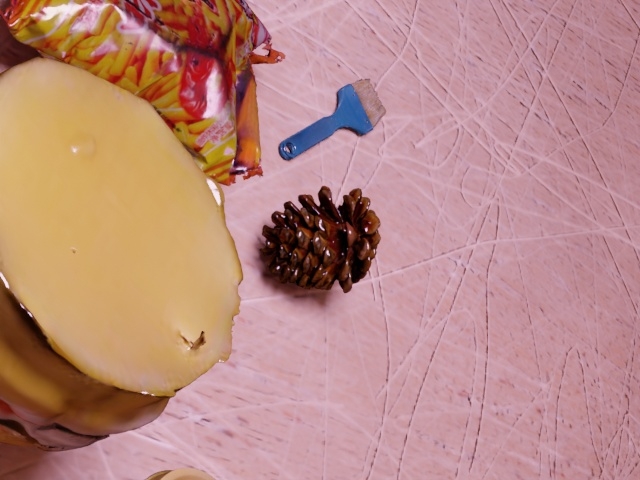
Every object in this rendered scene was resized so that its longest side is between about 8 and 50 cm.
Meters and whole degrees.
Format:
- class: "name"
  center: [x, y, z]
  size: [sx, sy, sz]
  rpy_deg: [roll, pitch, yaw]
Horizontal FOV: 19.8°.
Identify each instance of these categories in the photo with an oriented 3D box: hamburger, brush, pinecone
- class: "hamburger"
  center: [-0.218, 0.028, 1.291]
  size: [0.276, 0.237, 0.276]
  rpy_deg: [34, 42, -38]
- class: "brush"
  center: [0.010, -0.112, 1.762]
  size: [0.164, 0.014, 0.051]
  rpy_deg: [-33, 97, -48]
- class: "pinecone"
  center: [0.001, 0.004, 1.639]
  size: [0.109, 0.102, 0.102]
  rpy_deg: [-24, 91, -31]

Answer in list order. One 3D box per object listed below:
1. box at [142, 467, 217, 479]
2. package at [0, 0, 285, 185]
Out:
- class: "box"
  center: [-0.110, 0.233, 1.459]
  size: [0.105, 0.037, 0.105]
  rpy_deg: [23, 57, -41]
- class: "package"
  center: [-0.152, -0.177, 1.542]
  size: [0.288, 0.108, 0.223]
  rpy_deg: [37, 38, -23]
